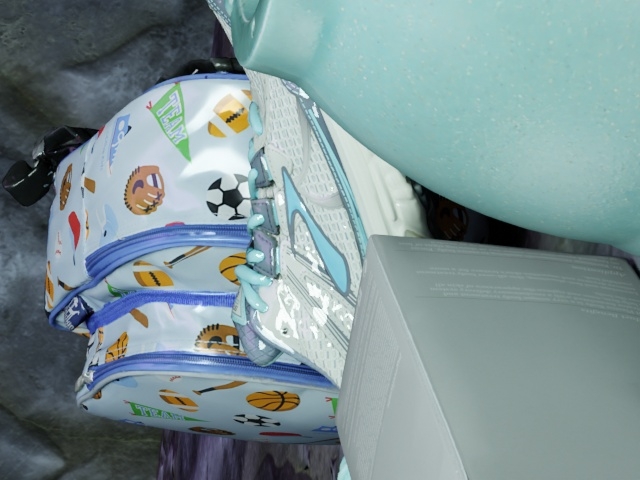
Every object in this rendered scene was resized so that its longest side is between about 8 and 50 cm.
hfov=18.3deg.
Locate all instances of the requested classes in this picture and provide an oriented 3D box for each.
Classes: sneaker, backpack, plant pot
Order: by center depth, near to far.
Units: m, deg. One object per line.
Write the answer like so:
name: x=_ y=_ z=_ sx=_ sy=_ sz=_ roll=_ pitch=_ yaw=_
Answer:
plant pot: x=0.069 y=-0.144 z=0.809 sx=0.293 sy=0.196 sz=0.293 roll=-175 pitch=90 yaw=-81
sneaker: x=0.000 y=0.000 z=0.952 sx=0.283 sy=0.122 sz=0.110 roll=63 pitch=-171 yaw=1
backpack: x=-0.027 y=0.006 z=1.136 sx=0.263 sy=0.276 sz=0.213 roll=130 pitch=140 yaw=-62

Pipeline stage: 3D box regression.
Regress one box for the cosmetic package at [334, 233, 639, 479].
cosmetic package: x=0.086 y=0.089 z=0.788 sx=0.238 sy=0.127 sz=0.107 roll=-101 pitch=20 yaw=-64
